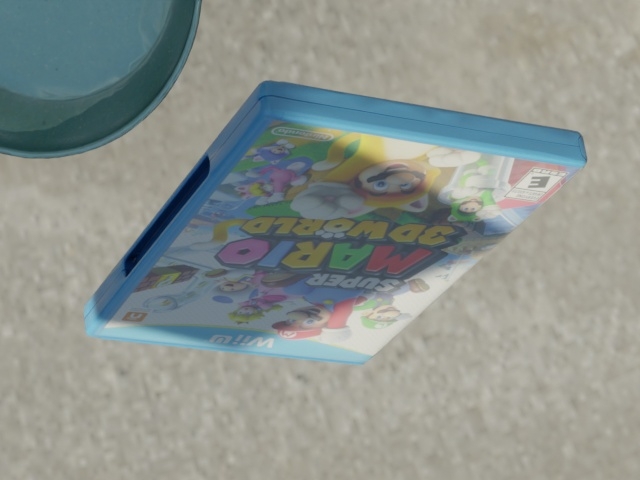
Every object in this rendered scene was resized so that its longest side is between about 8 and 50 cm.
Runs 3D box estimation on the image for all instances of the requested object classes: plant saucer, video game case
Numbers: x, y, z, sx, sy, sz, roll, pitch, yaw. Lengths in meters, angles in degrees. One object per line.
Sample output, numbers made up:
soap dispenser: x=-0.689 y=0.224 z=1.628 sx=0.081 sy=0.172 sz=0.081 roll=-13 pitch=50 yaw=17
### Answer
plant saucer: x=-0.089 y=-0.086 z=0.594 sx=0.119 sy=0.119 sz=0.021 roll=-39 pitch=180 yaw=23
video game case: x=0.000 y=0.000 z=0.672 sx=0.119 sy=0.015 sz=0.166 roll=7 pitch=150 yaw=-26
